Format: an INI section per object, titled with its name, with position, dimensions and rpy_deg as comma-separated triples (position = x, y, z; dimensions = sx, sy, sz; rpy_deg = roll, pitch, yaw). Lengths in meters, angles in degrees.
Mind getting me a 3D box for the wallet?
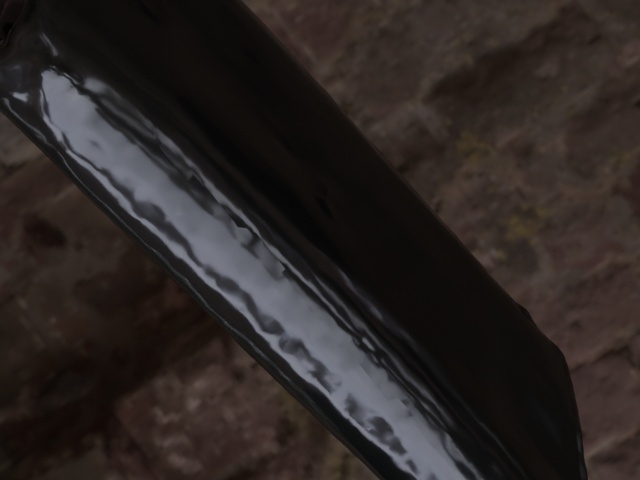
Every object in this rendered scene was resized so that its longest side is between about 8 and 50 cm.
[wallet]
position = -0.001, 0.001, 0.757
dimensions = 0.062, 0.406, 0.228
rpy_deg = -34, -155, 19
